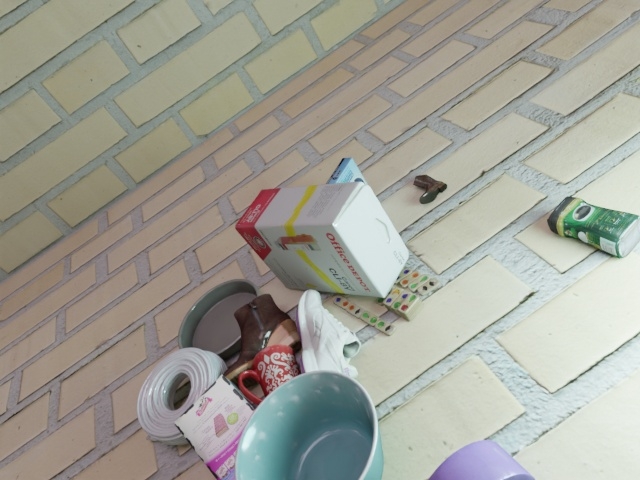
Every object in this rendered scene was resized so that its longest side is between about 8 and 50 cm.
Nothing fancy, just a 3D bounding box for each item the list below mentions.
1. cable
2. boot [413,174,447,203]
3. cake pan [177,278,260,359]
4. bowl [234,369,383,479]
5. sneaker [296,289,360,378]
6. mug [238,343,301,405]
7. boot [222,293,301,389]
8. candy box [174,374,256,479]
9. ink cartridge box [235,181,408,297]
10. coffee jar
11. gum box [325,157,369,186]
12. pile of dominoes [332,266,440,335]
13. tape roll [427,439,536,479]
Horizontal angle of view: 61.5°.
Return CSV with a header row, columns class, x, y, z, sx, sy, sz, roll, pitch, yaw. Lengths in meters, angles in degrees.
class,x,y,z,sx,sy,sz,roll,pitch,yaw
cable,-0.365,0.407,1.427,0.257,0.089,0.257,-4,58,30
boot,0.308,-0.158,1.622,0.106,0.037,0.114,-31,37,-17
cake pan,-0.296,0.245,1.623,0.293,0.054,0.293,-21,38,17
bowl,0.002,0.435,1.078,0.312,0.163,0.311,-21,39,18
sneaker,0.020,0.243,1.354,0.152,0.114,0.305,-15,43,4
mug,-0.106,0.360,1.299,0.150,0.113,0.169,-30,40,-1
boot,-0.189,0.271,1.456,0.248,0.090,0.207,-32,46,-15
candy box,-0.206,0.450,1.243,0.159,0.071,0.233,-44,58,-13
ink cartridge box,0.000,0.000,1.455,0.385,0.279,0.160,0,46,45
coffee jar,0.611,-0.034,1.206,0.096,0.079,0.184,-45,38,-9
gum box,0.089,-0.132,1.639,0.041,0.184,0.157,3,50,41
pile of dominoes,0.164,0.128,1.407,0.196,0.040,0.251,-46,38,-16
tape roll,0.253,0.425,0.869,0.189,0.189,0.080,-41,36,-9
